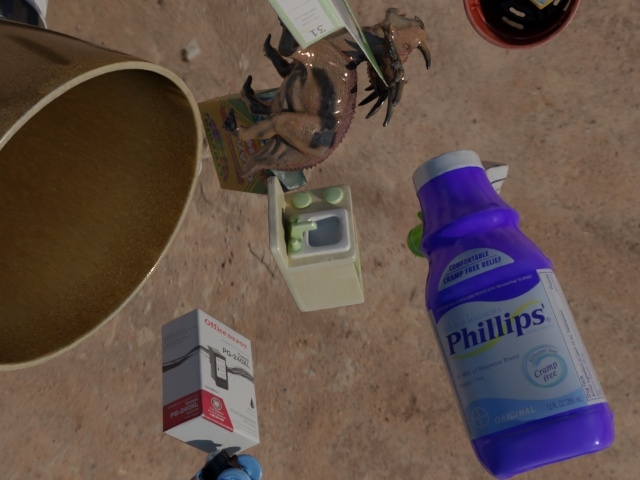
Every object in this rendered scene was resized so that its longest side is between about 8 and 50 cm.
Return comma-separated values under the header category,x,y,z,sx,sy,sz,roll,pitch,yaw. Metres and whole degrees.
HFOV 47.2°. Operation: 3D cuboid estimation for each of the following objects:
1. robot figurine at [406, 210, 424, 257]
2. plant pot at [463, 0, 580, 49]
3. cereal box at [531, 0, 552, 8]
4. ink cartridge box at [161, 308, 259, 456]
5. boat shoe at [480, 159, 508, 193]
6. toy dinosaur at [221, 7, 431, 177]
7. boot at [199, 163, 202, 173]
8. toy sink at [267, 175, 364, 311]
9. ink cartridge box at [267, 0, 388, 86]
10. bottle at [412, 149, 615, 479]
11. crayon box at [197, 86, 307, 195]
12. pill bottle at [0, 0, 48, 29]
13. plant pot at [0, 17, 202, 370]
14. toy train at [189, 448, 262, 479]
category,x,y,z,sx,sy,sz,roll,pitch,yaw
robot figurine,0.216,-0.008,1.431,0.067,0.115,0.101,5,62,-35
plant pot,0.514,-0.629,1.825,0.273,0.265,0.272,8,114,19
cereal box,0.346,-0.454,1.022,0.173,0.240,0.047,32,54,-21
ink cartridge box,-0.135,0.173,0.897,0.063,0.150,0.109,-28,137,20
boat shoe,0.235,-0.072,1.145,0.096,0.267,0.088,7,106,17
toy dinosaur,0.004,-0.173,0.923,0.200,0.127,0.295,27,107,-10
boot,-0.423,-0.227,1.879,0.124,0.258,0.095,15,83,31
toy sink,0.000,0.000,1.269,0.131,0.152,0.234,-9,147,7
ink cartridge box,-0.020,-0.262,0.731,0.056,0.235,0.171,-26,62,12
bottle,0.154,0.056,0.644,0.118,0.092,0.282,-23,68,19
crayon box,-0.161,-0.207,1.547,0.081,0.319,0.202,-22,107,-26
pill bottle,-0.627,-0.356,1.356,0.210,0.362,0.210,-2,144,-1
plant pot,-0.261,-0.072,0.540,0.254,0.237,0.237,30,99,16
toy train,-0.087,0.330,0.833,0.105,0.080,0.184,-38,86,5
